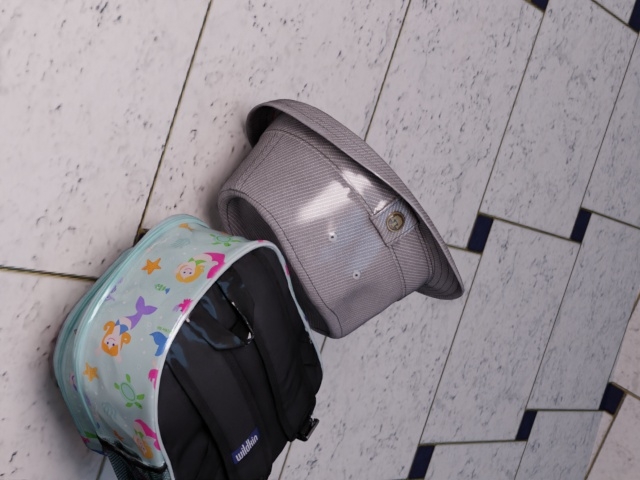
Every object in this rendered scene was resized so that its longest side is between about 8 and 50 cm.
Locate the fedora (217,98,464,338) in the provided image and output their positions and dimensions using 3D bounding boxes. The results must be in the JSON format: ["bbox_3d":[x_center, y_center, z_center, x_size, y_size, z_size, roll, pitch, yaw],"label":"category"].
[{"bbox_3d":[0.000,0.000,1.288,0.124,0.243,0.275,-46,131,-18],"label":"fedora"}]

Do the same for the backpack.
[{"bbox_3d":[-0.118,0.104,1.206,0.225,0.191,0.253,-52,151,-30],"label":"backpack"}]
